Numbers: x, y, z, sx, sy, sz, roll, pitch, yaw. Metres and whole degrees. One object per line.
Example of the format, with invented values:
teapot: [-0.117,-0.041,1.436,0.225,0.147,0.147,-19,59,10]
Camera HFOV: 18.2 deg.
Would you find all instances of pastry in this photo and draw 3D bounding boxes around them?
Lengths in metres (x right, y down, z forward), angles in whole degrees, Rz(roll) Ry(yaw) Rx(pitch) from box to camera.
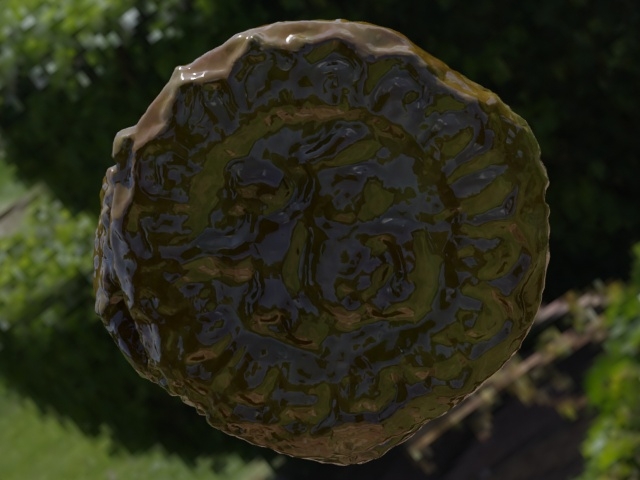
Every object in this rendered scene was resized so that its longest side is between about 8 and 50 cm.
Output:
pastry: [0.000,0.000,0.447,0.109,0.097,0.057,-27,3,12]
